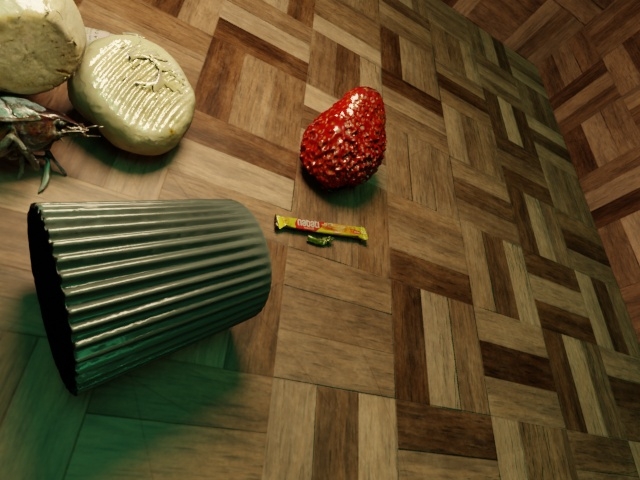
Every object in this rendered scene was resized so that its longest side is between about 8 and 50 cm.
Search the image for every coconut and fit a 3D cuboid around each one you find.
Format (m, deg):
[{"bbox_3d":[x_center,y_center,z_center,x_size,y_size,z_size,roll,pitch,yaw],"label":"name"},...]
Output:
[{"bbox_3d":[-0.579,-0.406,0.728,0.245,0.245,0.247,-29,70,-40],"label":"coconut"}]

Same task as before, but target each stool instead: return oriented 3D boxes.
[{"bbox_3d":[-0.288,0.062,0.710,0.330,0.297,0.297,-13,71,-41],"label":"stool"}]

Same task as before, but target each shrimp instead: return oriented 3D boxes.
[{"bbox_3d":[-0.635,-0.200,0.727,0.411,0.166,0.221,10,32,-33],"label":"shrimp"}]

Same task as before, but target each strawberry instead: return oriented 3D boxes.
[{"bbox_3d":[0.081,-0.285,1.168,0.261,0.258,0.260,19,59,-36],"label":"strawberry"}]

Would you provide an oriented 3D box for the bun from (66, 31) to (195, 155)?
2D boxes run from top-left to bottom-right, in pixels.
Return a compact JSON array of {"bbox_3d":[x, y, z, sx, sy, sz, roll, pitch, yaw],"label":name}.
[{"bbox_3d":[-0.424,-0.329,0.929,0.273,0.168,0.272,12,70,-33],"label":"bun"}]

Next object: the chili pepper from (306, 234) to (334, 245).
[{"bbox_3d":[0.000,0.000,1.097,0.083,0.022,0.027,2,64,-27],"label":"chili pepper"}]

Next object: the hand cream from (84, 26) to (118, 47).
[{"bbox_3d":[-0.627,-0.487,0.966,0.313,0.070,0.111,5,63,-21],"label":"hand cream"}]

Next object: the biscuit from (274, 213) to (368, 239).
[{"bbox_3d":[0.006,-0.034,1.116,0.292,0.026,0.048,7,57,-28],"label":"biscuit"}]
